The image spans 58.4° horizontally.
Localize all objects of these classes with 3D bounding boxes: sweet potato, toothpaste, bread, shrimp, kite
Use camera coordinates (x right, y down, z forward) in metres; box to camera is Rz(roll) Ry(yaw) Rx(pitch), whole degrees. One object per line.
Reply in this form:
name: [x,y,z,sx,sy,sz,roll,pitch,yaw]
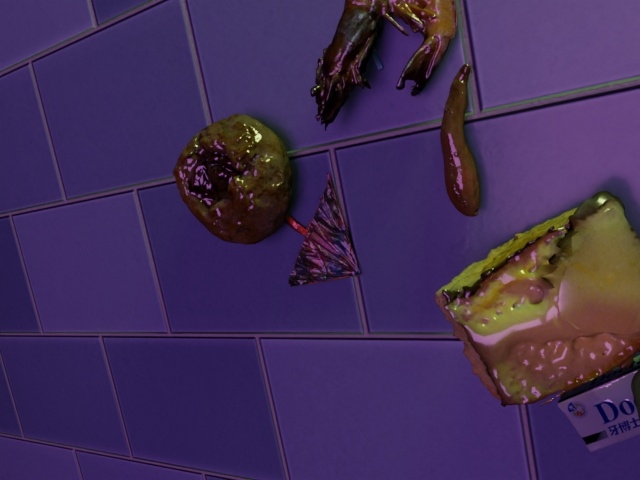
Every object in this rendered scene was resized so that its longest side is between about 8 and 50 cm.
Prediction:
sweet potato: [0.198,-0.140,0.820,0.050,0.050,0.214,-2,99,33]
toothpaste: [0.470,0.166,0.718,0.336,0.067,0.081,-39,78,33]
bread: [0.303,0.084,0.749,0.262,0.162,0.204,-30,84,11]
bread: [-0.157,-0.104,1.006,0.230,0.123,0.230,10,108,32]
shrimp: [0.097,-0.282,0.833,0.178,0.075,0.289,27,100,19]
kite: [0.000,0.000,1.003,0.189,0.009,0.232,36,118,21]

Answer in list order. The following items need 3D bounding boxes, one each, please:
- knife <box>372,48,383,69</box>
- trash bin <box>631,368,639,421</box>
knife: [0.076,-0.304,0.877,0.014,0.005,0.091,-26,88,35]
trash bin: [0.486,0.194,0.602,0.240,0.122,0.164,24,129,-2]
